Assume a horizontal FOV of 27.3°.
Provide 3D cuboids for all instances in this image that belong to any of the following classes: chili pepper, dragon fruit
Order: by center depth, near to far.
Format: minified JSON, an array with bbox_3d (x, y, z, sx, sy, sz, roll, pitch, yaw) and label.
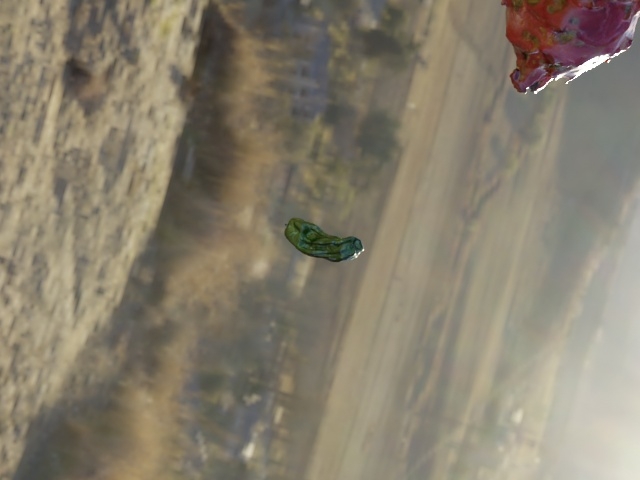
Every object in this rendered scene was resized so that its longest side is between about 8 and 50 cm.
[{"bbox_3d":[0.000,0.001,1.413,0.034,0.091,0.030,-48,150,-49],"label":"chili pepper"},{"bbox_3d":[0.367,-0.340,1.961,0.210,0.205,0.268,-99,-148,-58],"label":"dragon fruit"}]
